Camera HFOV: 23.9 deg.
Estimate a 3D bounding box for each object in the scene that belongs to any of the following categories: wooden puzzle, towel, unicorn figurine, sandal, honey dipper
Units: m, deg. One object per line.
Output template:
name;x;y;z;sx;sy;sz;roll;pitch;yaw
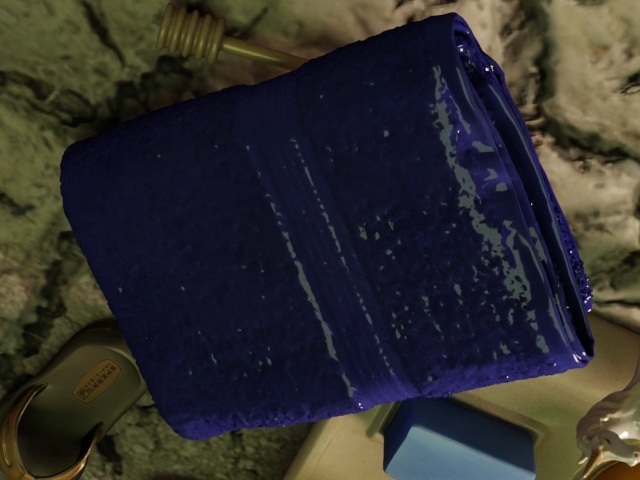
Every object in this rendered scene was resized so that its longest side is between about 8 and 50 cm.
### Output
wooden puzzle;0.131;0.216;1.068;0.322;0.080;0.348;24;112;-9
towel;0.000;0.000;0.949;0.308;0.076;0.228;-15;105;29
unicorn figurine;0.228;0.100;0.991;0.111;0.162;0.060;16;156;-3
sandal;-0.196;0.146;1.126;0.090;0.060;0.219;36;123;-17
honey dipper;-0.020;-0.111;0.931;0.160;0.030;0.030;14;127;-6
